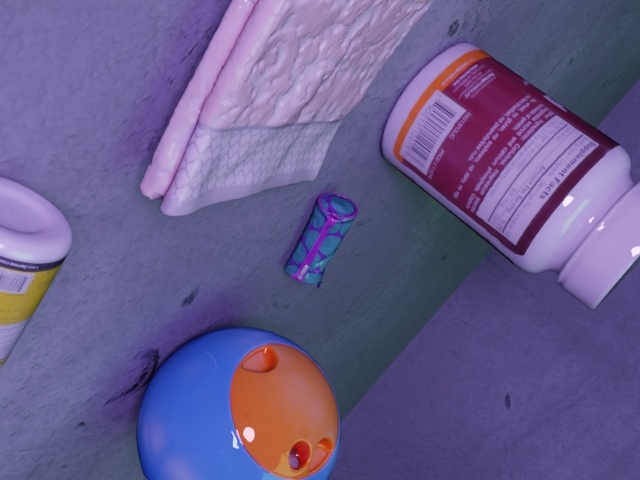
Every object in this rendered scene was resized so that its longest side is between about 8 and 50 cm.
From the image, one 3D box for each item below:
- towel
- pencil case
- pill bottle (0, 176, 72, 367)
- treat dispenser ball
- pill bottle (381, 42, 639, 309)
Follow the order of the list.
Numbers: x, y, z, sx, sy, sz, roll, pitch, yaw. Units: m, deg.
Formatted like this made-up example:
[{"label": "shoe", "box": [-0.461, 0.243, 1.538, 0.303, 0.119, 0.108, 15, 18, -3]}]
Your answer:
[{"label": "towel", "box": [-0.010, -0.175, 0.755, 0.317, 0.053, 0.332, -56, 166, 22]}, {"label": "pencil case", "box": [0.000, 0.000, 1.127, 0.151, 0.065, 0.070, -63, 180, 35]}, {"label": "pill bottle", "box": [-0.280, 0.046, 0.581, 0.184, 0.103, 0.103, -54, 159, 18]}, {"label": "treat dispenser ball", "box": [-0.115, 0.268, 1.058, 0.288, 0.288, 0.288, -41, 159, -19]}, {"label": "pill bottle", "box": [0.301, -0.095, 1.089, 0.224, 0.392, 0.224, -41, 159, -19]}]
